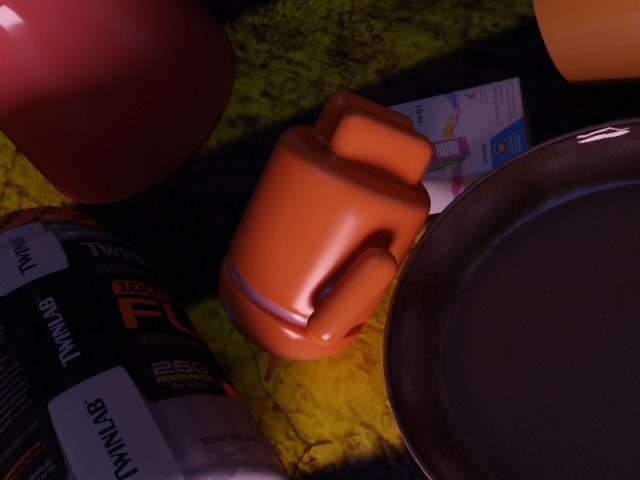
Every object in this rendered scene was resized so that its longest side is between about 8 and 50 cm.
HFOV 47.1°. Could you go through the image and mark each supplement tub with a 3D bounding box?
[{"bbox_3d":[-0.175,0.123,0.564,0.193,0.193,0.316,-42,54,0],"label":"supplement tub"}]

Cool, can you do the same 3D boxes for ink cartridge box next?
[{"bbox_3d":[0.114,-0.076,0.618,0.122,0.052,0.089,-11,60,22],"label":"ink cartridge box"}]

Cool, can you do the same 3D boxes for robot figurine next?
[{"bbox_3d":[0.000,0.001,0.560,0.158,0.128,0.220,39,114,26],"label":"robot figurine"}]

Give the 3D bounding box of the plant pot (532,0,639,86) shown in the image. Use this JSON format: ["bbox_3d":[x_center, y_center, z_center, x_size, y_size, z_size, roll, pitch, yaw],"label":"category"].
[{"bbox_3d":[0.266,-0.200,0.537,0.187,0.205,0.205,-10,58,39],"label":"plant pot"}]

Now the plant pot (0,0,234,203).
[{"bbox_3d":[-0.261,-0.213,0.762,0.274,0.243,0.275,-11,59,20],"label":"plant pot"}]

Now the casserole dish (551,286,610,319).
[{"bbox_3d":[0.192,0.105,0.491,0.114,0.037,0.189,5,67,29],"label":"casserole dish"}]

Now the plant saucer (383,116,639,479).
[{"bbox_3d":[0.190,0.050,0.456,0.310,0.050,0.311,-19,47,21],"label":"plant saucer"}]
